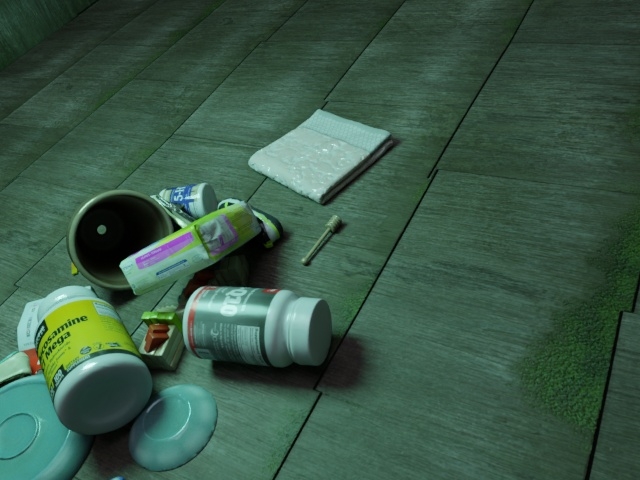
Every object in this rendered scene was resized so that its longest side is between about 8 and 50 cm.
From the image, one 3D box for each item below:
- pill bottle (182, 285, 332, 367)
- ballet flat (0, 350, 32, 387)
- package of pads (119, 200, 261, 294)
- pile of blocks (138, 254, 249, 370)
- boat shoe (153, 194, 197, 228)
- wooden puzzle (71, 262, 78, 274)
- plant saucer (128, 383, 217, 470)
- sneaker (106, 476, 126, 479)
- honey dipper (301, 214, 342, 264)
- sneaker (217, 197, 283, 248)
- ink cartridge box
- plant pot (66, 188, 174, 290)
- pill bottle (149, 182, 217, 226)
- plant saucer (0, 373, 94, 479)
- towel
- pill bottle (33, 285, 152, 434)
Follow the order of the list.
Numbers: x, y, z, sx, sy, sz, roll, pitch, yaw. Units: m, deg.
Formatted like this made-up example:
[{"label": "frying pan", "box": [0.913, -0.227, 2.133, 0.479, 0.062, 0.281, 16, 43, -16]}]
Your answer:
[{"label": "pill bottle", "box": [-0.130, 0.181, 1.224, 0.284, 0.161, 0.161, 1, 46, 21]}, {"label": "ballet flat", "box": [-0.784, 0.358, 1.343, 0.248, 0.086, 0.086, -37, 45, -15]}, {"label": "package of pads", "box": [-0.291, 0.008, 1.372, 0.229, 0.101, 0.296, -24, 7, 21]}, {"label": "pile of blocks", "box": [-0.317, 0.140, 1.371, 0.149, 0.112, 0.362, 19, 54, 34]}, {"label": "boat shoe", "box": [-0.385, -0.077, 1.565, 0.152, 0.056, 0.049, 41, 84, 6]}, {"label": "wooden puzzle", "box": [-0.661, 0.052, 1.662, 0.116, 0.014, 0.078, -29, 48, -10]}, {"label": "plant saucer", "box": [-0.309, 0.370, 1.187, 0.195, 0.037, 0.194, -10, 44, 10]}, {"label": "sneaker", "box": [-0.277, 0.528, 0.967, 0.147, 0.129, 0.330, -26, 48, -23]}, {"label": "honey dipper", "box": [0.000, 0.000, 1.461, 0.031, 0.030, 0.160, 18, 55, 33]}, {"label": "sneaker", "box": [-0.206, -0.042, 1.539, 0.235, 0.084, 0.097, 21, 57, 35]}, {"label": "ink cartridge box", "box": [-0.667, 0.233, 1.447, 0.189, 0.066, 0.232, -15, 39, 6]}, {"label": "plant pot", "box": [-0.557, -0.014, 1.547, 0.263, 0.263, 0.229, -43, 30, -23]}, {"label": "pill bottle", "box": [-0.398, -0.097, 1.646, 0.187, 0.112, 0.112, -7, 44, 13]}, {"label": "plant saucer", "box": [-0.638, 0.417, 1.224, 0.318, 0.043, 0.317, -6, 48, 7]}, {"label": "towel", "box": [-0.003, -0.262, 1.717, 0.317, 0.053, 0.332, -41, 46, -21]}, {"label": "pill bottle", "box": [-0.506, 0.241, 1.255, 0.188, 0.187, 0.334, -34, 42, -16]}]
